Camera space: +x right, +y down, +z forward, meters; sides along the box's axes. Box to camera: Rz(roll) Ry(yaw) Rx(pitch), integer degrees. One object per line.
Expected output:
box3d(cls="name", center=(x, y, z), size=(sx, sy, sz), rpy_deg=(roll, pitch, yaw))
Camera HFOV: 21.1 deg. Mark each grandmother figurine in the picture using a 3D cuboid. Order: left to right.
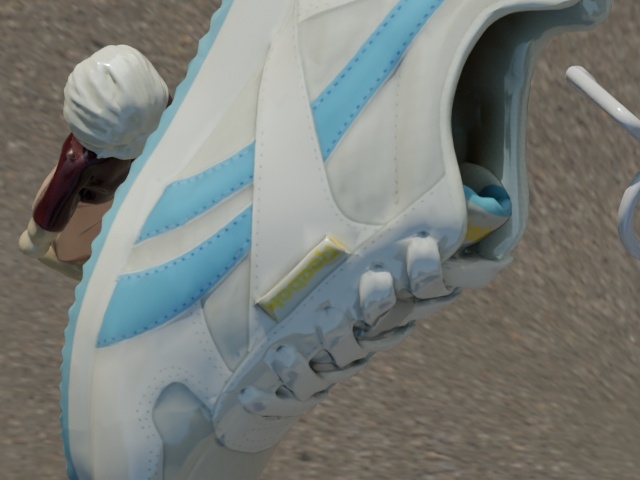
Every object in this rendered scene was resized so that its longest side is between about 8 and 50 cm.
box3d(cls="grandmother figurine", center=(-0.203, -0.069, 1.555), size=(0.104, 0.342, 0.208), rpy_deg=(29, 64, 0))

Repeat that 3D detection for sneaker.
box3d(cls="sneaker", center=(0.000, 0.000, 0.495), size=(0.092, 0.087, 0.229), rpy_deg=(30, 103, 25))

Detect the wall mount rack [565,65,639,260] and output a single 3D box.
box3d(cls="wall mount rack", center=(0.363, -0.128, 1.387), size=(0.350, 0.304, 0.130), rpy_deg=(-49, 43, 9))
